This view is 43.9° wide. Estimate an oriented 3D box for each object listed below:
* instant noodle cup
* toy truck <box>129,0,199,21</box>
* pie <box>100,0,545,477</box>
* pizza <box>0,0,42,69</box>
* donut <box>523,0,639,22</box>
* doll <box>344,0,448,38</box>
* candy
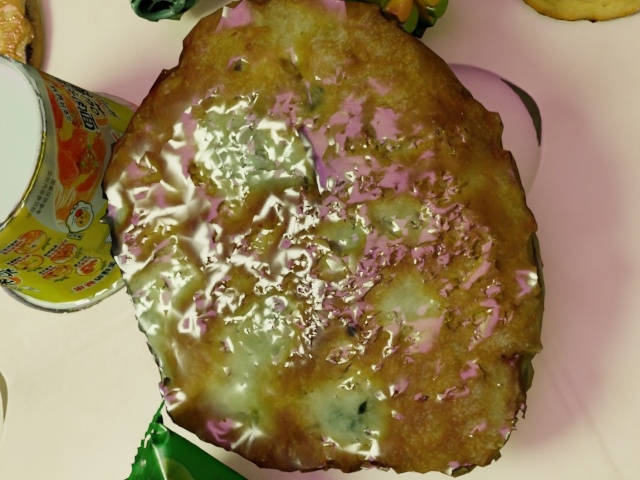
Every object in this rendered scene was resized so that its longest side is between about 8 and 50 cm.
[{"bbox_3d":[-0.244,-0.053,0.641,0.205,0.153,0.205,-5,75,19],"label":"instant noodle cup"},{"bbox_3d":[-0.064,-0.277,0.618,0.259,0.135,0.128,-32,69,44],"label":"toy truck"},{"bbox_3d":[0.000,0.000,0.553,0.288,0.103,0.354,-24,82,16],"label":"pie"},{"bbox_3d":[-0.312,-0.187,0.752,0.099,0.036,0.160,-4,77,4],"label":"pizza"},{"bbox_3d":[0.212,-0.251,0.571,0.184,0.073,0.166,-22,75,15],"label":"donut"},{"bbox_3d":[0.037,-0.206,0.569,0.134,0.186,0.106,30,88,-6],"label":"doll"},{"bbox_3d":[-0.055,0.210,0.535,0.078,0.141,0.203,-38,70,-23],"label":"candy"}]
